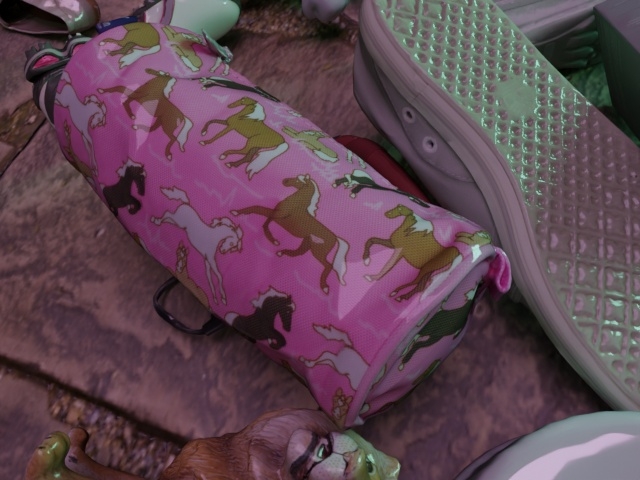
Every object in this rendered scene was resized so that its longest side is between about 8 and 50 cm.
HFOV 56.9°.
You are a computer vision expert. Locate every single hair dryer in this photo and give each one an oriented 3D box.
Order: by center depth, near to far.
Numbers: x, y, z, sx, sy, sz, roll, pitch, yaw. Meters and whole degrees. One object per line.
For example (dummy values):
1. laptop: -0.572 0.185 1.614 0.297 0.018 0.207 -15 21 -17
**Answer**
1. hair dryer: 0.000 0.000 0.569 0.294 0.080 0.223 5 71 20

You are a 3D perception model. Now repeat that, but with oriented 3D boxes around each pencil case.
1. pencil case: -0.048 -0.032 0.468 0.386 0.167 0.160 40 32 26

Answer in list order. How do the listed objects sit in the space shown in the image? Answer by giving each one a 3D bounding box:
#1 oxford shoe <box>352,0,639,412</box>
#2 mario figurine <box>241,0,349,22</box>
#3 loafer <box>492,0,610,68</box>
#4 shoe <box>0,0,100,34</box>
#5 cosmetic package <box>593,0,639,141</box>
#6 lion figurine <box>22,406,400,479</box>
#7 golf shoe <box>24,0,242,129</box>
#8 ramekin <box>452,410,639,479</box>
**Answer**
1. oxford shoe: 0.178 -0.042 0.521 0.169 0.130 0.449 -31 78 -22
2. mario figurine: -0.039 -0.360 0.772 0.321 0.198 0.170 2 100 0
3. loafer: 0.238 -0.244 0.648 0.319 0.112 0.111 -16 67 -2
4. shoe: -0.407 -0.323 0.800 0.219 0.076 0.058 16 58 14
5. cosmetic package: 0.330 -0.130 0.510 0.107 0.127 0.238 -21 38 15
6. lion figurine: -0.115 0.266 0.360 0.240 0.142 0.392 30 66 -2
7. golf shoe: -0.203 -0.209 0.708 0.273 0.105 0.120 -30 81 -9
8. ramekin: 0.190 0.239 0.350 0.277 0.135 0.277 -3 59 6
